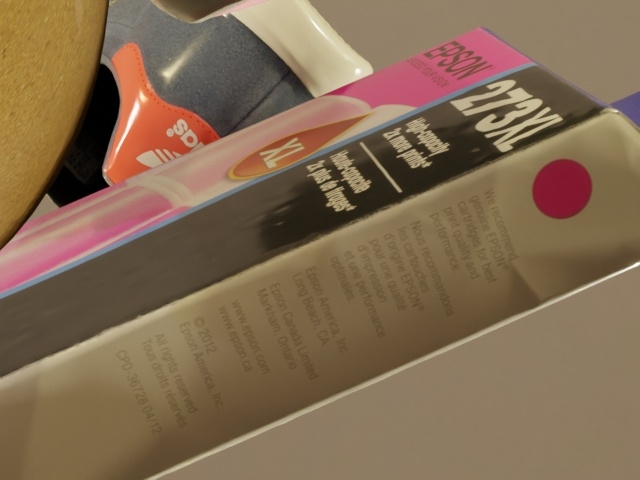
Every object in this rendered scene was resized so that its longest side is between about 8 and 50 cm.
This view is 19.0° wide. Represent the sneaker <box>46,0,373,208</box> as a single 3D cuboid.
[{"bbox_3d":[-0.101,-0.081,1.015,0.131,0.350,0.148,45,-96,-16],"label":"sneaker"}]

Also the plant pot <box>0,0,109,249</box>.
[{"bbox_3d":[-0.147,-0.091,0.447,0.237,0.254,0.237,2,-96,-16],"label":"plant pot"}]

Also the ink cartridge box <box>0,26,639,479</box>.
[{"bbox_3d":[0.000,0.000,0.703,0.371,0.176,0.069,-21,-72,-4],"label":"ink cartridge box"}]

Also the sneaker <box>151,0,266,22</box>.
[{"bbox_3d":[0.008,-0.153,0.648,0.112,0.319,0.131,40,-105,-1],"label":"sneaker"}]
